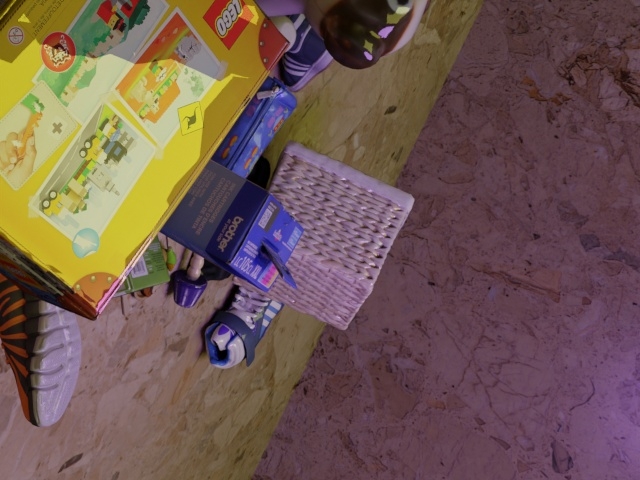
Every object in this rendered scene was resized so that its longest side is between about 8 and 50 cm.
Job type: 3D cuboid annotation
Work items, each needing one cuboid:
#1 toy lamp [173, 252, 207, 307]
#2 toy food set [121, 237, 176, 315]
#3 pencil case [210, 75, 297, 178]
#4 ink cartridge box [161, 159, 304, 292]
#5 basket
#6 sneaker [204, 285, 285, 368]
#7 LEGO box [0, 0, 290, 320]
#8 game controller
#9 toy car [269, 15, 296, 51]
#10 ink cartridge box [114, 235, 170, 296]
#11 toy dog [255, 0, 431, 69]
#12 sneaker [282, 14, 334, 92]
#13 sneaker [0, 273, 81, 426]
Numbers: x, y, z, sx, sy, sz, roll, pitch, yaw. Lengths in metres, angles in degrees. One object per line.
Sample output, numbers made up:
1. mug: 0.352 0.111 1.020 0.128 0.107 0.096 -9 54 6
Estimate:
1. toy lamp: -0.264 0.019 2.496 0.080 0.080 0.275 -25 137 -64
2. toy food set: -0.348 0.073 2.386 0.192 0.038 0.132 -52 160 -32
3. pencil case: -0.164 -0.212 2.354 0.306 0.119 0.133 -58 -173 -15
4. ink cartridge box: -0.198 -0.051 2.021 0.151 0.395 0.270 -61 163 -6
5. basket: 0.000 0.000 2.644 0.328 0.331 0.266 116 -3 -64
6. sneaker: -0.188 0.182 2.870 0.236 0.130 0.323 -42 159 -59
7. LEGO box: -0.321 -0.210 1.517 0.500 0.193 0.372 -57 134 -18
8. game controller: -0.210 -0.048 2.605 0.166 0.067 0.319 -1 118 -55
9. toy car: -0.150 -0.387 2.139 0.182 0.159 0.136 -52 126 -30
10. ink cartridge box: -0.416 0.067 1.966 0.189 0.255 0.097 -15 89 -78
11. toy dog: -0.035 -0.409 1.679 0.284 0.408 0.395 -43 153 -46
12. sneaker: -0.059 -0.416 2.436 0.099 0.153 0.282 -60 -166 -17
13. sneaker: -0.483 0.129 1.783 0.124 0.180 0.321 -3 93 -72
